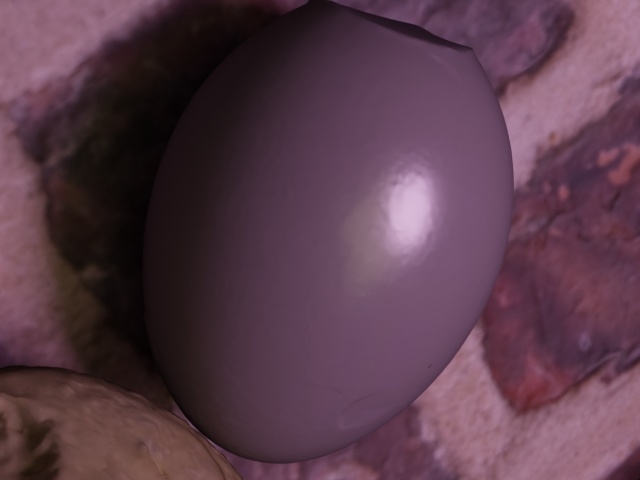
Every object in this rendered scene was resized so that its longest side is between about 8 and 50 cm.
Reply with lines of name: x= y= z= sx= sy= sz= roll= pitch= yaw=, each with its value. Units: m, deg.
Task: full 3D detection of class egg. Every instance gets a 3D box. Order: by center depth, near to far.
egg: x=0.000 y=0.000 z=0.890 sx=0.176 sy=0.176 sz=0.232 roll=12 pitch=108 yaw=-33

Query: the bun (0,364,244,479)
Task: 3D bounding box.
bun: x=-0.137 y=0.245 z=0.820 sx=0.364 sy=0.202 sz=0.364 roll=-33 pitch=135 yaw=-41
